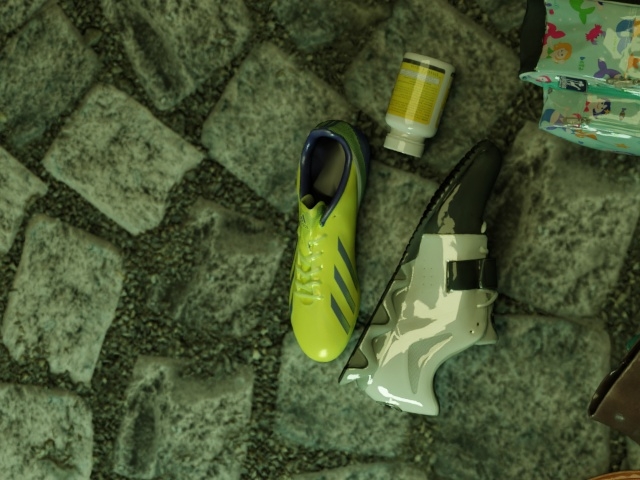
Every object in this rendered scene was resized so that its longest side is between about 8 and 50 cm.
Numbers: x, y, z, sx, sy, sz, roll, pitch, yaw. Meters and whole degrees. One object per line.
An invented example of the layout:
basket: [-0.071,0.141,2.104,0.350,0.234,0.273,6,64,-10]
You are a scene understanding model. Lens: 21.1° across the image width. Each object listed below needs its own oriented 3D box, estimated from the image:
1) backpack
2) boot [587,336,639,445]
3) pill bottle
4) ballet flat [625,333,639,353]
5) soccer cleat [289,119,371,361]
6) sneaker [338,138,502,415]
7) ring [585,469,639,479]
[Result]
backpack: [0.356,-0.186,1.844,0.254,0.225,0.191,1,89,24]
boot: [0.434,0.154,1.826,0.207,0.090,0.248,34,110,-13]
pill bottle: [0.114,-0.160,2.026,0.065,0.065,0.116,18,93,22]
ballet flat: [0.455,0.092,1.878,0.248,0.086,0.086,-30,77,19]
soccer cleat: [-0.001,-0.001,2.034,0.093,0.121,0.289,6,90,22]
sneaker: [0.156,0.049,1.985,0.146,0.122,0.330,26,96,3]
ring: [0.361,0.426,1.915,0.337,0.032,0.336,-1,87,23]
